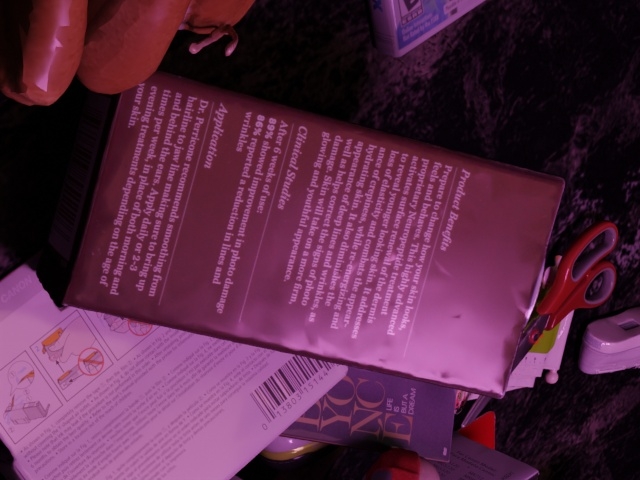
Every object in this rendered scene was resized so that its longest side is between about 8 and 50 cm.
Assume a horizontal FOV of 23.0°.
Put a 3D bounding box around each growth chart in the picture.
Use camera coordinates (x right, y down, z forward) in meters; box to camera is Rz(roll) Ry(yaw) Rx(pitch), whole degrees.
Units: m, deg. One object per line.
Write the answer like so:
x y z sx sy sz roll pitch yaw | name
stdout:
0.214 0.107 1.773 0.237 0.021 0.171 -11 115 -44 | growth chart

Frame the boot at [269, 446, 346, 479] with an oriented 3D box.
-0.005 0.230 1.590 0.118 0.042 0.087 -17 126 -40 | boot

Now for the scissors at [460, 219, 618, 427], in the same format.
0.244 0.086 1.767 0.297 0.021 0.109 -37 133 -29 | scissors

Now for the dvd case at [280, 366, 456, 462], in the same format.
0.042 0.116 1.507 0.221 0.018 0.164 14 78 -31 | dvd case

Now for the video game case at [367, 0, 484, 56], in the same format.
0.150 -0.372 1.462 0.329 0.036 0.299 -35 131 -30 | video game case

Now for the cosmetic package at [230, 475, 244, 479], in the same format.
-0.029 0.359 1.373 0.155 0.366 0.197 -36 129 -32 | cosmetic package

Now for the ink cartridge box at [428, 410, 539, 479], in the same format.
0.151 0.386 1.757 0.272 0.130 0.309 -27 126 -38 | ink cartridge box

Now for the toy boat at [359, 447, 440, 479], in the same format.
0.008 0.281 1.502 0.231 0.151 0.151 122 -12 -49 | toy boat

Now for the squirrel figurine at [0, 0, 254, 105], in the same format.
-0.111 -0.296 1.054 0.370 0.281 0.396 -4 114 -52 | squirrel figurine

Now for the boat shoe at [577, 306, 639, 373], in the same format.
0.384 0.129 1.933 0.184 0.066 0.063 -12 131 -45 | boat shoe

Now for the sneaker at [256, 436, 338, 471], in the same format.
0.023 0.134 1.534 0.235 0.084 0.097 -35 130 -31 | sneaker

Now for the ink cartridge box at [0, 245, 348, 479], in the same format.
-0.154 0.098 1.342 0.296 0.066 0.261 -40 106 -26 | ink cartridge box

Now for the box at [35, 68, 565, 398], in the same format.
-0.015 -0.011 1.264 0.382 0.143 0.191 14 95 -20 | box
